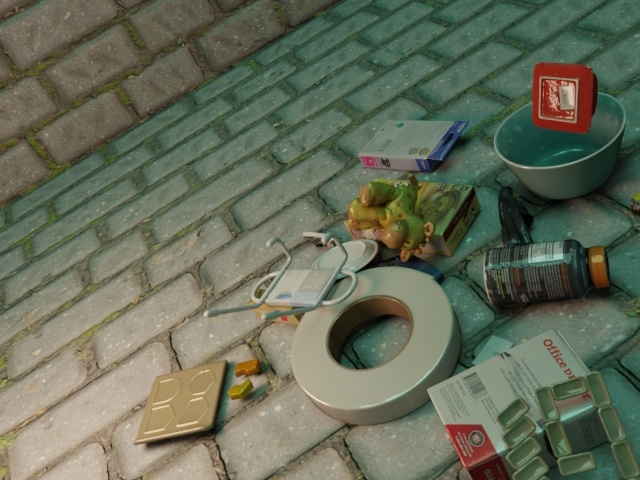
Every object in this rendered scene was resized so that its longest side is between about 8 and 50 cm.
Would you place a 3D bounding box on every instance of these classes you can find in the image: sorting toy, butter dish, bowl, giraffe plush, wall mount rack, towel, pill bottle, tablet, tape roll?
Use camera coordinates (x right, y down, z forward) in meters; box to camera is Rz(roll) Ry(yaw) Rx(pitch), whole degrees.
[{"bbox_3d":[-0.293,0.388,1.705,0.307,0.041,0.229,-16,33,17],"label":"sorting toy"},{"bbox_3d":[0.597,-0.348,1.660,0.118,0.160,0.160,-22,27,-33],"label":"butter dish"},{"bbox_3d":[0.603,-0.216,1.734,0.312,0.163,0.311,-18,36,14],"label":"bowl"},{"bbox_3d":[0.188,-0.042,1.706,0.210,0.181,0.170,-18,63,-10],"label":"giraffe plush"},{"bbox_3d":[-0.096,0.112,1.680,0.350,0.130,0.304,-4,40,44],"label":"wall mount rack"},{"bbox_3d":[0.240,0.078,1.713,0.067,0.029,0.119,-38,49,-22],"label":"towel"},{"bbox_3d":[0.483,0.068,1.490,0.246,0.130,0.130,-8,40,27],"label":"pill bottle"},{"bbox_3d":[0.362,0.237,1.468,0.054,0.006,0.083,17,56,45],"label":"tablet"},{"bbox_3d":[0.121,0.224,1.569,0.392,0.072,0.392,-18,41,16],"label":"tape roll"}]

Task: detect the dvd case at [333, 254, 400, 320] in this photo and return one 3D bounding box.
[{"bbox_3d":[0.096,0.138,1.759,0.253,0.022,0.180,-20,35,12],"label":"dvd case"}]

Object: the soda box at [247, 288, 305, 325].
[{"bbox_3d":[-0.106,0.171,1.802,0.181,0.061,0.058,2,45,46],"label":"soda box"}]

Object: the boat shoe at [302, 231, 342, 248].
[{"bbox_3d":[0.000,0.000,1.978,0.142,0.049,0.040,8,88,44],"label":"boat shoe"}]

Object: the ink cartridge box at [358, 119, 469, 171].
[{"bbox_3d":[0.287,-0.291,2.131,0.311,0.065,0.186,8,49,43],"label":"ink cartridge box"}]

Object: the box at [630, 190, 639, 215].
[{"bbox_3d":[0.836,-0.119,1.556,0.233,0.044,0.159,-38,36,-13],"label":"box"}]

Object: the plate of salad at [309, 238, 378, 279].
[{"bbox_3d":[0.063,0.058,1.839,0.200,0.048,0.200,-22,23,10],"label":"plate of salad"}]

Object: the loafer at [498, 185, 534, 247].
[{"bbox_3d":[0.475,-0.048,1.693,0.078,0.076,0.223,-10,44,16],"label":"loafer"}]

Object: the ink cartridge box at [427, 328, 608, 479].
[{"bbox_3d":[0.365,0.312,1.279,0.273,0.114,0.197,-27,36,4],"label":"ink cartridge box"}]

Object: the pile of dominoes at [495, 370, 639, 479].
[{"bbox_3d":[0.408,0.362,1.146,0.196,0.040,0.251,-17,65,7],"label":"pile of dominoes"}]

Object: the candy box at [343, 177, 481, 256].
[{"bbox_3d":[0.241,-0.068,1.860,0.316,0.087,0.183,10,51,40],"label":"candy box"}]
